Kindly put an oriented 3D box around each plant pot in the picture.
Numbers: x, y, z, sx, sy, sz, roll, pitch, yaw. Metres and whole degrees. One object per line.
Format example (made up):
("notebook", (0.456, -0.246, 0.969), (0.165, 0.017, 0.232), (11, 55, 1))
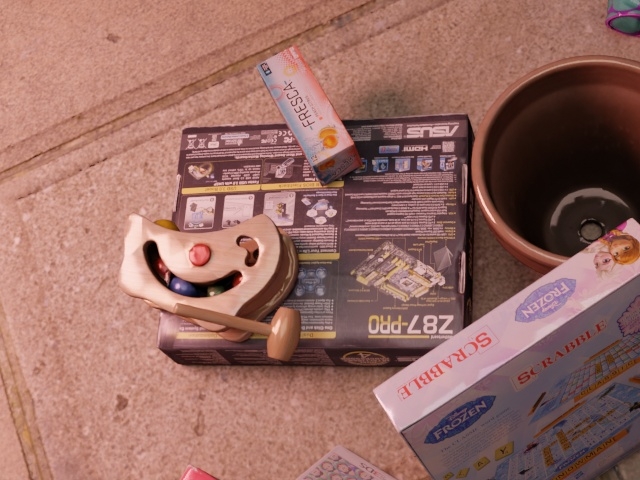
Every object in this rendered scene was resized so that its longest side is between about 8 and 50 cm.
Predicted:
("plant pot", (0.319, -0.053, 1.364), (0.263, 0.229, 0.263), (-5, 69, 12))

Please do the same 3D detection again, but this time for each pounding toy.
("pounding toy", (-0.126, 0.027, 1.379), (0.270, 0.155, 0.154), (21, 81, 21))

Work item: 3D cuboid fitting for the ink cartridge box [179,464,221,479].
("ink cartridge box", (-0.122, 0.496, 1.292), (0.279, 0.160, 0.384), (29, 78, 22))

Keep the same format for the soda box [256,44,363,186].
("soda box", (-0.015, -0.161, 1.482), (0.063, 0.058, 0.183), (-28, 60, 0))

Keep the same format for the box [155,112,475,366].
("box", (0.000, 0.000, 1.494), (0.395, 0.097, 0.318), (-2, 67, 13))

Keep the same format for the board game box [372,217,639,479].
("board game box", (0.250, 0.169, 1.245), (0.319, 0.318, 0.066), (-33, 47, -2))

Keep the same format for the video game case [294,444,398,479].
("video game case", (0.039, 0.310, 1.344), (0.143, 0.157, 0.019), (28, 119, 21))

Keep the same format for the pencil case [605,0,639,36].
("pencil case", (0.427, -0.350, 1.545), (0.070, 0.064, 0.151), (0, 67, 40))
